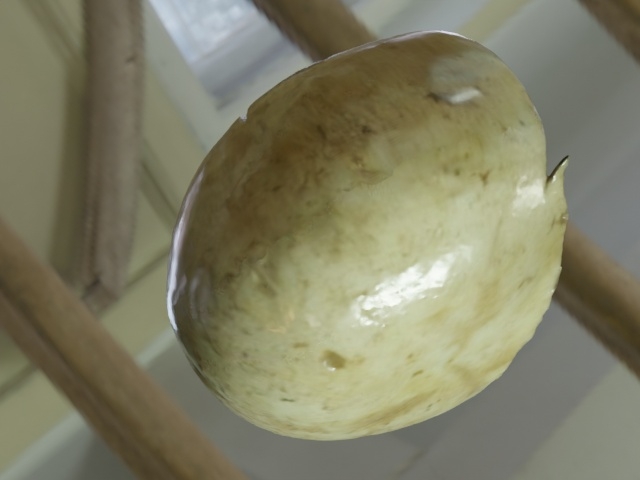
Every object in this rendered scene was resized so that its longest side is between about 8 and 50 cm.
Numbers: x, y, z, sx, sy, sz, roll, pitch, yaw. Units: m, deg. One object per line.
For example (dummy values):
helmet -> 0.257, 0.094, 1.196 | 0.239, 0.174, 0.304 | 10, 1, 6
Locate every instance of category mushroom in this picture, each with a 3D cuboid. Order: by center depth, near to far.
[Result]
mushroom -> 0.000, 0.000, 0.902 | 0.189, 0.254, 0.195 | -18, -125, -32
